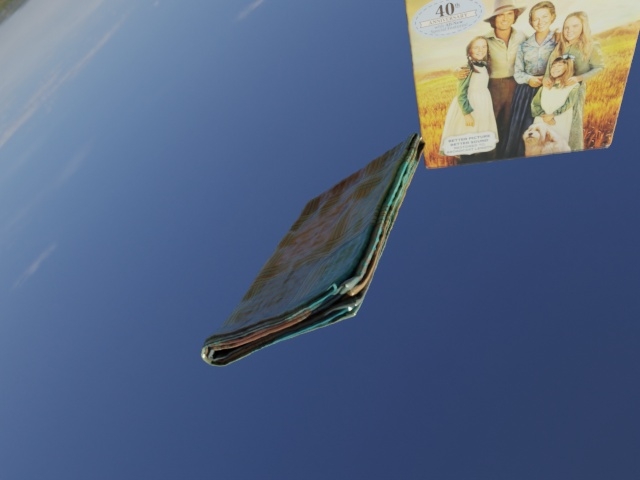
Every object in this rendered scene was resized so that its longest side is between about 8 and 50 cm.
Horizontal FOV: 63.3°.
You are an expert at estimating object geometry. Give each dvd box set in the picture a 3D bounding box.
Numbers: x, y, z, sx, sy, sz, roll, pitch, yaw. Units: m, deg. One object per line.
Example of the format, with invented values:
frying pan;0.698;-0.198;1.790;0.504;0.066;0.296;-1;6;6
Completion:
dvd box set;0.282;-0.285;0.739;0.307;0.421;0.062;-5;-128;13

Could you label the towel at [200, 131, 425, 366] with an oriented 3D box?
towel;0.000;0.000;0.718;0.271;0.040;0.370;-29;-159;38
